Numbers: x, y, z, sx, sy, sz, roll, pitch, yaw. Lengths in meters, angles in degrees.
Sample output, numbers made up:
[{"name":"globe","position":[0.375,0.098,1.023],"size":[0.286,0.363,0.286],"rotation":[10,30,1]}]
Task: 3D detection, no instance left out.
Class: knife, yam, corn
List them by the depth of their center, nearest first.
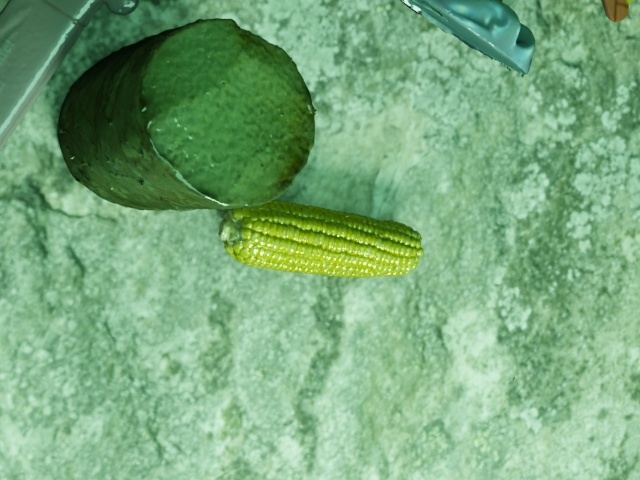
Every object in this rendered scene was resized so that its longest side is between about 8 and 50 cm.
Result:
[{"name":"yam","position":[-0.116,-0.099,1.259],"size":[0.161,0.268,0.161],"rotation":[1,89,-24]},{"name":"knife","position":[-0.281,-0.126,1.287],"size":[0.132,0.038,0.398],"rotation":[33,87,10]},{"name":"corn","position":[0.000,0.000,1.421],"size":[0.206,0.067,0.067],"rotation":[6,97,-26]}]

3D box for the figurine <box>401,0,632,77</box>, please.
[{"name":"figurine","position":[0.209,-0.362,1.369],"size":[0.277,0.248,0.388],"rotation":[28,98,-27]}]
